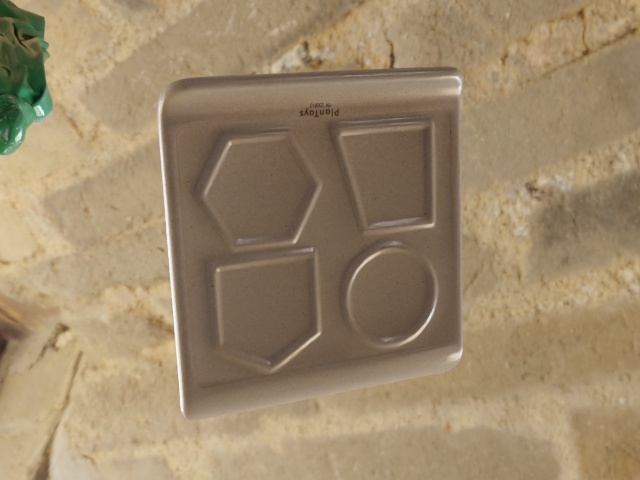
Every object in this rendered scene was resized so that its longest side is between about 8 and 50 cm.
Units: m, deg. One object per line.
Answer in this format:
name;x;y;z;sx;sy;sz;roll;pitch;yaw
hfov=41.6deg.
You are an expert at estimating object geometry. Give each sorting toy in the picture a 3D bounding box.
sorting toy;0.000;0.000;0.523;0.193;0.038;0.208;-7;-73;-21

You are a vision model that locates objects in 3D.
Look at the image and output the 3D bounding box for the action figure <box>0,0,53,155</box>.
action figure;-0.251;-0.131;0.622;0.137;0.232;0.064;5;-59;-34
